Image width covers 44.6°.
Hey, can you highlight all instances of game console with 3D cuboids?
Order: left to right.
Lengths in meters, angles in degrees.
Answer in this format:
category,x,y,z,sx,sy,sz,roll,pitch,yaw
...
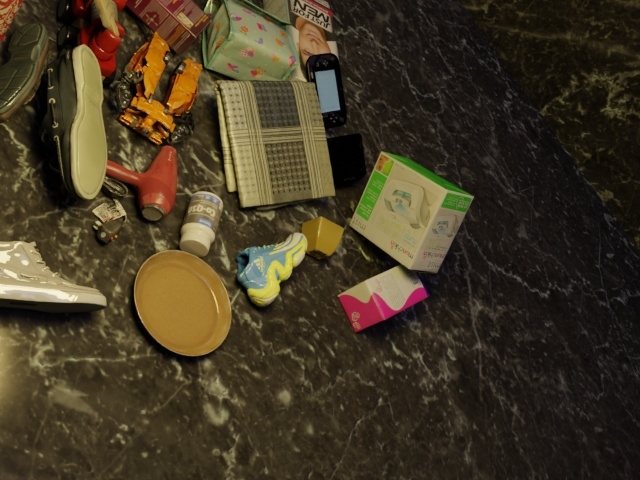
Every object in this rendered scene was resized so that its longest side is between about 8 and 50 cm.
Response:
category,x,y,z,sx,sy,sz,roll,pitch,yaw
game console,0.017,-0.324,2.122,0.213,0.044,0.361,-16,101,-39

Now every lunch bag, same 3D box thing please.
category,x,y,z,sx,sy,sz,roll,pitch,yaw
lunch bag,-0.193,-0.543,2.069,0.223,0.160,0.262,19,43,-33

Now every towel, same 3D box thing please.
category,x,y,z,sx,sy,sz,roll,pitch,yaw
towel,-0.113,-0.243,1.969,0.312,0.056,0.324,-9,89,-40

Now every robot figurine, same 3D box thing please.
category,x,y,z,sx,sy,sz,roll,pitch,yaw
robot figurine,-0.375,-0.343,1.813,0.211,0.085,0.291,34,45,-26

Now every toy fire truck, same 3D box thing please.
category,x,y,z,sx,sy,sz,roll,pitch,yaw
toy fire truck,-0.477,-0.487,1.673,0.158,0.246,0.217,14,57,-40

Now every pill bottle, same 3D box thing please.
category,x,y,z,sx,sy,sz,roll,pitch,yaw
pill bottle,-0.267,-0.035,1.737,0.078,0.078,0.137,32,46,-28

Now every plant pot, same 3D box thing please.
category,x,y,z,sx,sy,sz,roll,pitch,yaw
plant pot,-0.293,0.134,1.642,0.236,0.032,0.236,25,50,-34
plant pot,0.000,0.000,1.988,0.081,0.081,0.083,27,62,-32

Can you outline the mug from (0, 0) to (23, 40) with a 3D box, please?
category,x,y,z,sx,sy,sz,roll,pitch,yaw
mug,-0.654,-0.502,1.563,0.113,0.169,0.150,14,57,-39

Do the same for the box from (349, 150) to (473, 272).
category,x,y,z,sx,sy,sz,roll,pitch,yaw
box,0.237,-0.076,2.071,0.127,0.231,0.262,9,22,-44

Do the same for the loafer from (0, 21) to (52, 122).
category,x,y,z,sx,sy,sz,roll,pitch,yaw
loafer,-0.598,-0.328,1.578,0.084,0.096,0.267,74,18,-52

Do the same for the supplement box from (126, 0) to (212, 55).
category,x,y,z,sx,sy,sz,roll,pitch,yaw
supplement box,-0.373,-0.560,1.900,0.188,0.081,0.104,43,41,-18

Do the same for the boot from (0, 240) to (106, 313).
category,x,y,z,sx,sy,sz,roll,pitch,yaw
boot,-0.511,0.060,1.416,0.258,0.095,0.123,11,66,-40

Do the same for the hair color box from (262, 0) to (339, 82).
category,x,y,z,sx,sy,sz,roll,pitch,yaw
hair color box,-0.052,-0.559,2.251,0.185,0.114,0.374,16,57,-39

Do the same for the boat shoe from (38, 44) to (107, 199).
category,x,y,z,sx,sy,sz,roll,pitch,yaw
boat shoe,-0.508,-0.231,1.566,0.127,0.113,0.340,47,34,-71

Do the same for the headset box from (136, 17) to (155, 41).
category,x,y,z,sx,sy,sz,roll,pitch,yaw
headset box,-0.411,-0.526,1.930,0.083,0.032,0.062,-27,86,-51

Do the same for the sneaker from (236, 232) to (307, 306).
category,x,y,z,sx,sy,sz,roll,pitch,yaw
sneaker,-0.119,0.037,1.833,0.126,0.091,0.240,44,43,-16

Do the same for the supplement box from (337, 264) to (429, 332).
category,x,y,z,sx,sy,sz,roll,pitch,yaw
supplement box,0.167,0.144,2.039,0.220,0.114,0.111,-18,81,-50

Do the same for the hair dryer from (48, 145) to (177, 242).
category,x,y,z,sx,sy,sz,roll,pitch,yaw
hair dryer,-0.403,-0.138,1.662,0.293,0.080,0.223,-32,89,-50
